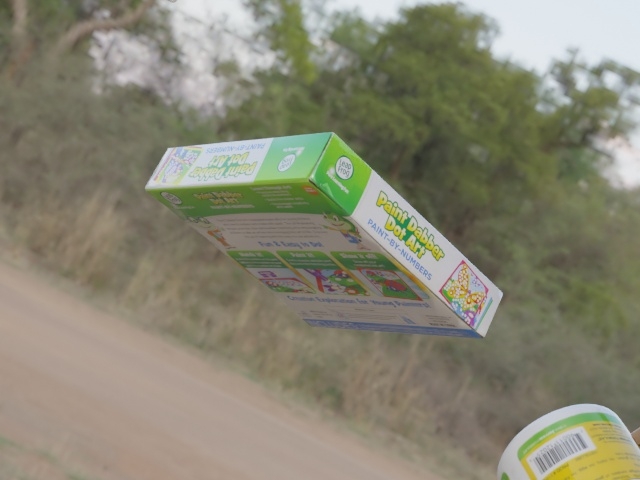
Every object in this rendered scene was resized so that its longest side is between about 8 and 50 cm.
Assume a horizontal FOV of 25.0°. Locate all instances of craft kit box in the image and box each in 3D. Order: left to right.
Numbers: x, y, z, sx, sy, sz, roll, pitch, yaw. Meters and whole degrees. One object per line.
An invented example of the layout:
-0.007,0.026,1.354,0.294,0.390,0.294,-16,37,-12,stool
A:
0.000,0.000,1.322,0.246,0.061,0.249,39,-24,-33,craft kit box

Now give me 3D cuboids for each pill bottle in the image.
0.271,0.281,1.323,0.136,0.136,0.246,27,24,-40,pill bottle

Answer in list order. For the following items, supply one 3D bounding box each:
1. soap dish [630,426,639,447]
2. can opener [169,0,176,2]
0.420,0.301,1.527,0.229,0.118,0.291,-23,44,-39,soap dish
-0.098,-0.268,1.148,0.076,0.095,0.283,56,19,-20,can opener
